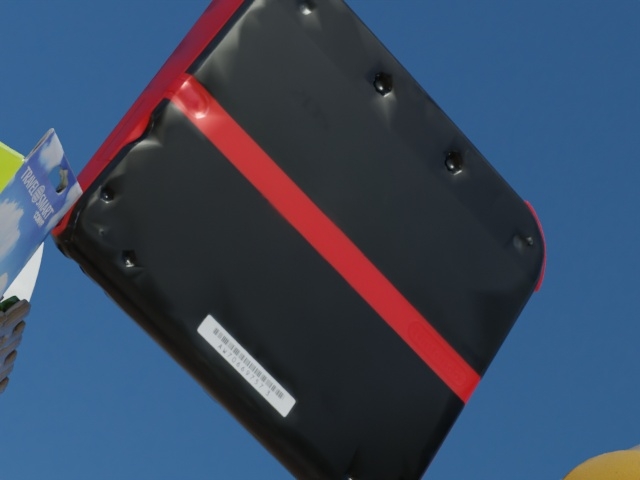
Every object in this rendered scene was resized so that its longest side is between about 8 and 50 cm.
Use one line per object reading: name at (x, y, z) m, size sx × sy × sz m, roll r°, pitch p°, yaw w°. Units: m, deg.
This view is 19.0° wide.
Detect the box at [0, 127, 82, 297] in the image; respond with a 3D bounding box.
box at (-0.203, 0.018, 1.033) m, size 0.042 × 0.178 × 0.109 m, roll 33°, pitch -14°, yaw 11°

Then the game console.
game console at (0.000, 0.000, 1.559) m, size 0.386 × 0.342 × 0.060 m, roll 46°, pitch -29°, yaw -20°

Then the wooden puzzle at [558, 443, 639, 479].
wooden puzzle at (0.151, 0.256, 1.209) m, size 0.322 × 0.348 × 0.080 m, roll -24°, pitch -60°, yaw -3°

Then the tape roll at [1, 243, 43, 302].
tape roll at (-0.395, 0.073, 1.940) m, size 0.100 × 0.286 × 0.286 m, roll 30°, pitch -41°, yaw -25°

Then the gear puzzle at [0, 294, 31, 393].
gear puzzle at (-0.322, 0.108, 1.579) m, size 0.044 × 0.175 × 0.339 m, roll 48°, pitch -25°, yaw 7°
